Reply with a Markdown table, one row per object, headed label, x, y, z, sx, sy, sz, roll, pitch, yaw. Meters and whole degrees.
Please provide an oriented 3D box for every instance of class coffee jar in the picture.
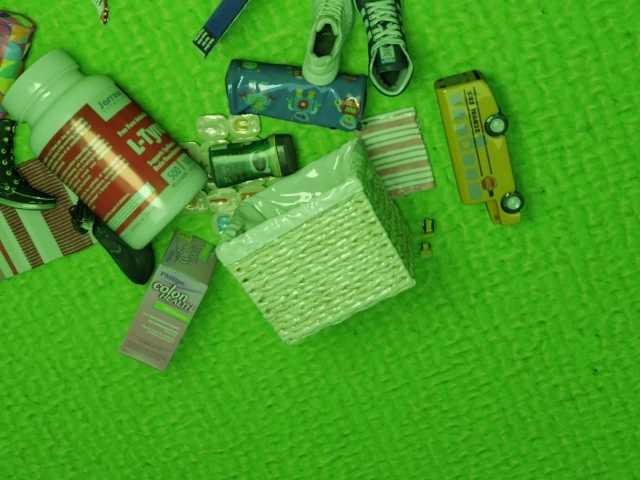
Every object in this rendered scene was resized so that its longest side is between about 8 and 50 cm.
| label | x | y | z | sx | sy | sz | roll | pitch | yaw |
| --- | --- | --- | --- | --- | --- | --- | --- | --- | --- |
| coffee jar | -0.145 | -0.174 | 1.863 | 0.184 | 0.079 | 0.096 | -9 | 105 | 4 |

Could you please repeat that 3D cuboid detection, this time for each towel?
| label | x | y | z | sx | sy | sz | roll | pitch | yaw |
| --- | --- | --- | --- | --- | --- | --- | --- | --- | --- |
| towel | -0.681 | -0.052 | 1.974 | 0.329 | 0.037 | 0.237 | -20 | 109 | 8 |
| towel | 0.164 | -0.188 | 1.898 | 0.144 | 0.029 | 0.197 | -15 | 111 | 7 |

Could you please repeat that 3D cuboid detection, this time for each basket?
| label | x | y | z | sx | sy | sz | roll | pitch | yaw |
| --- | --- | --- | --- | --- | --- | --- | --- | --- | --- |
| basket | 0.000 | 0.000 | 1.792 | 0.331 | 0.328 | 0.266 | -27 | 106 | 13 |

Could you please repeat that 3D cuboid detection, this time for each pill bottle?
| label | x | y | z | sx | sy | sz | roll | pitch | yaw |
| --- | --- | --- | --- | --- | --- | --- | --- | --- | --- |
| pill bottle | -0.450 | -0.194 | 1.794 | 0.229 | 0.229 | 0.407 | -42 | 100 | 17 |

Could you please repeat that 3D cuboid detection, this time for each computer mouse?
| label | x | y | z | sx | sy | sz | roll | pitch | yaw |
| --- | --- | --- | --- | --- | --- | --- | --- | --- | --- |
| computer mouse | -0.446 | -0.011 | 1.915 | 0.072 | 0.188 | 0.272 | -29 | 126 | 8 |

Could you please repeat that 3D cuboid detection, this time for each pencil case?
| label | x | y | z | sx | sy | sz | roll | pitch | yaw |
| --- | --- | --- | --- | --- | --- | --- | --- | --- | --- |
| pencil case | -0.681 | -0.368 | 1.808 | 0.104 | 0.104 | 0.236 | 26 | 110 | -9 |
| pencil case | -0.050 | -0.303 | 1.808 | 0.306 | 0.119 | 0.133 | 7 | 128 | -2 |

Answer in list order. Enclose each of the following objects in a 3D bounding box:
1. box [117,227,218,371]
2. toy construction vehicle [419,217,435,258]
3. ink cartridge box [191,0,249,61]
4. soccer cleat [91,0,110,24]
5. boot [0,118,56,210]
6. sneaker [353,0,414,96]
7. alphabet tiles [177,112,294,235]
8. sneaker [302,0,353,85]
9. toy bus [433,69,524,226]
| label | x | y | z | sx | sy | sz | roll | pitch | yaw |
| --- | --- | --- | --- | --- | --- | --- | --- | --- | --- |
| box | -0.339 | 0.131 | 1.945 | 0.117 | 0.213 | 0.243 | 25 | 111 | -9 |
| toy construction vehicle | 0.219 | -0.004 | 1.976 | 0.086 | 0.035 | 0.098 | -10 | 115 | -6 |
| ink cartridge box | -0.167 | -0.469 | 1.684 | 0.045 | 0.224 | 0.223 | 37 | 108 | -13 |
| soccer cleat | -0.460 | -0.492 | 1.788 | 0.035 | 0.029 | 0.083 | 3 | 110 | 10 |
| boot | -0.679 | -0.170 | 1.875 | 0.236 | 0.085 | 0.179 | 16 | 98 | 2 |
| sneaker | 0.127 | -0.426 | 1.731 | 0.099 | 0.153 | 0.282 | -10 | 112 | 5 |
| alphabet tiles | -0.191 | -0.148 | 1.928 | 0.278 | 0.021 | 0.284 | -5 | 113 | 2 |
| sneaker | 0.021 | -0.433 | 1.715 | 0.090 | 0.115 | 0.232 | 8 | 78 | -2 |
| toy bus | 0.345 | -0.192 | 1.849 | 0.130 | 0.108 | 0.333 | -14 | 112 | 7 |
